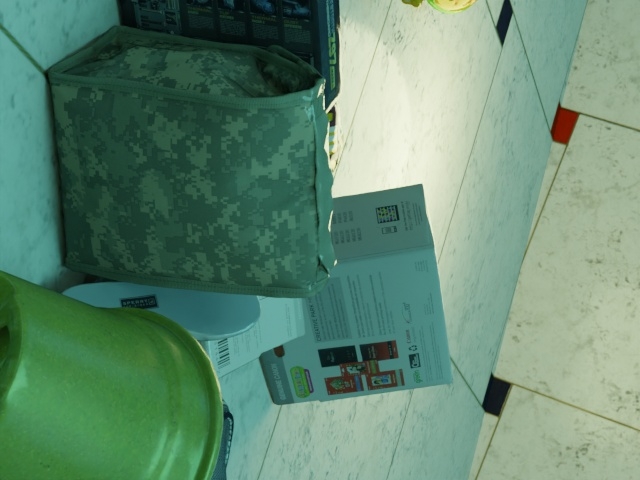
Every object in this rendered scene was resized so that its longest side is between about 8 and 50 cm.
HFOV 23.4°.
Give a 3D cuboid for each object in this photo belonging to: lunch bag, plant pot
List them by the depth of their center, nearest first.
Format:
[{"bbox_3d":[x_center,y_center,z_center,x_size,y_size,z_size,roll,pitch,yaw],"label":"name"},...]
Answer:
[{"bbox_3d":[-0.269,0.146,1.382,0.254,0.276,0.276,41,62,-54],"label":"plant pot"},{"bbox_3d":[-0.114,-0.077,1.578,0.169,0.287,0.235,-47,143,-54],"label":"lunch bag"}]

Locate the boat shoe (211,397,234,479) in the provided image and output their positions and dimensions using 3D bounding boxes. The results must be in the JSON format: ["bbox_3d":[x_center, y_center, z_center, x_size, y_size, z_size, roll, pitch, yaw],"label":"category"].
[{"bbox_3d":[-0.130,0.373,1.964,0.127,0.158,0.340,32,71,-69],"label":"boat shoe"}]

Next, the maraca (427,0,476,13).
[{"bbox_3d":[0.201,-0.434,2.500,0.186,0.099,0.127,2,98,-43],"label":"maraca"}]

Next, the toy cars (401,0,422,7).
[{"bbox_3d":[0.147,-0.543,2.313,0.176,0.087,0.393,3,95,-75],"label":"toy cars"}]

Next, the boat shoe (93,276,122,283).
[{"bbox_3d":[-0.206,0.172,1.742,0.109,0.094,0.302,-46,141,-56],"label":"boat shoe"}]

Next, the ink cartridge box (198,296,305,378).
[{"bbox_3d":[-0.111,-0.002,1.846,0.261,0.066,0.296,-19,105,-66],"label":"ink cartridge box"}]

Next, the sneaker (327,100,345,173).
[{"bbox_3d":[-0.009,-0.143,2.132,0.185,0.070,0.083,62,38,-59],"label":"sneaker"}]

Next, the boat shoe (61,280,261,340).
[{"bbox_3d":[-0.180,0.084,1.644,0.076,0.229,0.080,-47,-126,58],"label":"boat shoe"}]

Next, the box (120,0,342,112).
[{"bbox_3d":[-0.096,-0.236,1.612,0.059,0.233,0.183,-59,152,-47],"label":"box"}]

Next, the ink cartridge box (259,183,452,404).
[{"bbox_3d":[0.037,0.085,2.204,0.309,0.272,0.130,79,3,-47],"label":"ink cartridge box"}]
